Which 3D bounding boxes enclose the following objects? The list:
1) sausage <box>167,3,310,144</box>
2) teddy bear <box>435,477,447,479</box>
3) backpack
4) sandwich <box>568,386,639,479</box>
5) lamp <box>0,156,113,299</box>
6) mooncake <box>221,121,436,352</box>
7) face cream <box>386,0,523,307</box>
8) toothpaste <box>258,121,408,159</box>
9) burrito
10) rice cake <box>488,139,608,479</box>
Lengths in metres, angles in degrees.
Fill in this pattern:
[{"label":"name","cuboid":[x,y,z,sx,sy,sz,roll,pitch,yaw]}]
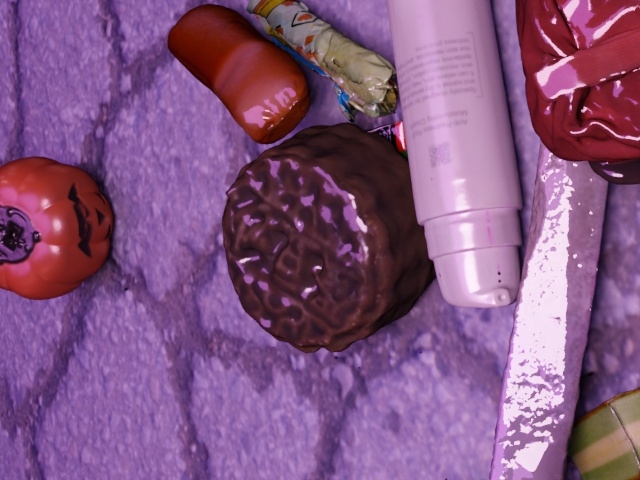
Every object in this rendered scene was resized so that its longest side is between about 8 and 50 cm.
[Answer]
[{"label":"sausage","cuboid":[-0.087,-0.186,1.239,0.089,0.083,0.300,-38,39,-3]},{"label":"teddy bear","cuboid":[0.180,0.271,1.047,0.161,0.078,0.119,-8,63,27]},{"label":"backpack","cuboid":[0.263,-0.165,0.886,0.229,0.139,0.229,-4,73,15]},{"label":"sandwich","cuboid":[0.273,0.175,0.994,0.116,0.074,0.074,113,137,-66]},{"label":"lamp","cuboid":[-0.363,-0.018,1.499,0.188,0.164,0.187,3,97,21]},{"label":"mooncake","cuboid":[0.000,0.000,1.149,0.228,0.124,0.228,11,111,31]},{"label":"face cream","cuboid":[0.128,-0.107,1.062,0.102,0.102,0.345,-12,82,43]},{"label":"toothpaste","cuboid":[0.018,-0.080,1.211,0.194,0.045,0.071,-4,97,39]},{"label":"burrito","cuboid":[0.007,-0.186,1.186,0.054,0.104,0.288,-38,40,-7]},{"label":"rice cake","cuboid":[0.202,0.050,0.991,0.070,0.064,0.398,9,92,14]}]
